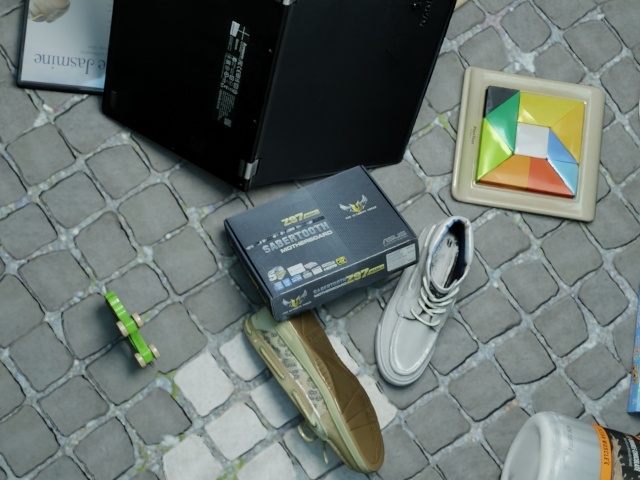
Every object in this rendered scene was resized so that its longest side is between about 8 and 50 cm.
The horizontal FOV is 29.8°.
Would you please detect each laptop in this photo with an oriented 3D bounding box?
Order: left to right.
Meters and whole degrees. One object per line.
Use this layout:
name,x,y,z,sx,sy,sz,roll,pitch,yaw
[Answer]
laptop,-0.063,-0.287,1.699,0.408,0.382,0.236,29,43,13

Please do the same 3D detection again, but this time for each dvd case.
dvd case,-0.355,-0.343,1.812,0.180,0.022,0.253,5,79,-9

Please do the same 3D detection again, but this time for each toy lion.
toy lion,-0.274,0.120,1.708,0.034,0.096,0.100,-32,126,-14

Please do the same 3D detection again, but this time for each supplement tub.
supplement tub,0.439,0.382,1.709,0.338,0.207,0.207,17,77,-7

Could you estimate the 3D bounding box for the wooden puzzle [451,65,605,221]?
wooden puzzle,0.329,-0.153,1.878,0.239,0.044,0.221,10,77,-8

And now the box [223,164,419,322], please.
box,0.000,0.000,1.739,0.233,0.059,0.183,-21,46,-13

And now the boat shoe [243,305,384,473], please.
boat shoe,-0.006,0.215,1.733,0.089,0.104,0.285,-34,79,24

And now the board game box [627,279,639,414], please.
board game box,0.564,0.172,1.857,0.160,0.039,0.211,10,77,-7

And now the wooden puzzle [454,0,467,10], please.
wooden puzzle,0.141,-0.512,1.898,0.348,0.080,0.322,-39,88,-14

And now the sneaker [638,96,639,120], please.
sneaker,0.603,-0.137,1.844,0.158,0.182,0.410,2,73,-11

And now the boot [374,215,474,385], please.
boot,0.153,0.084,1.761,0.095,0.123,0.258,18,77,-6
